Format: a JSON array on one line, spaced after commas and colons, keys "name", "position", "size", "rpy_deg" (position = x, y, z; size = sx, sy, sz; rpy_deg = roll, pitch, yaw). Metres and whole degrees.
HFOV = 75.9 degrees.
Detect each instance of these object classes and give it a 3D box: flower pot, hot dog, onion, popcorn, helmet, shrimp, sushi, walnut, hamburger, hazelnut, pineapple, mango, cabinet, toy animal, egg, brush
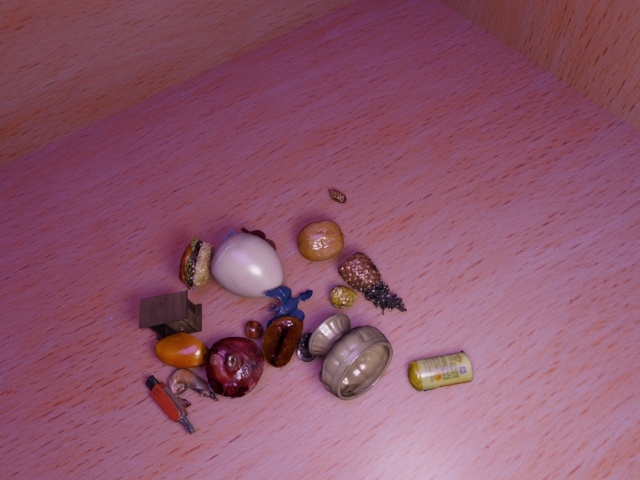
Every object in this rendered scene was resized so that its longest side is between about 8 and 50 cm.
[{"name": "flower pot", "position": [0.102, 0.442, 1.615], "size": [0.307, 0.307, 0.244], "rpy_deg": [-38, 46, -14]}, {"name": "hot dog", "position": [-0.155, 0.413, 1.710], "size": [0.099, 0.161, 0.226], "rpy_deg": [36, 100, 54]}, {"name": "onion", "position": [-0.355, 0.505, 1.673], "size": [0.252, 0.219, 0.252], "rpy_deg": [0, 65, 0]}, {"name": "popcorn", "position": [0.096, 0.255, 1.816], "size": [0.116, 0.121, 0.106], "rpy_deg": [33, 103, 32]}, {"name": "helmet", "position": [-0.052, 0.448, 1.741], "size": [0.098, 0.070, 0.123], "rpy_deg": [29, 79, -9]}, {"name": "shrimp", "position": [-0.541, 0.636, 1.728], "size": [0.251, 0.052, 0.143], "rpy_deg": [18, 75, 25]}, {"name": "sushi", "position": [0.088, -0.234, 2.137], "size": [0.118, 0.060, 0.061], "rpy_deg": [19, 69, 20]}, {"name": "walnut", "position": [0.000, 0.000, 1.944], "size": [0.226, 0.193, 0.193], "rpy_deg": [-21, 58, -8]}, {"name": "hamburger", "position": [-0.575, 0.117, 1.933], "size": [0.139, 0.243, 0.261], "rpy_deg": [13, 65, -6]}, {"name": "hazelnut", "position": [-0.294, 0.394, 1.815], "size": [0.086, 0.086, 0.086], "rpy_deg": [-4, 59, 7]}, {"name": "pineapple", "position": [0.234, 0.207, 1.811], "size": [0.169, 0.169, 0.340], "rpy_deg": [-39, 73, -14]}, {"name": "mango", "position": [-0.608, 0.475, 1.785], "size": [0.252, 0.126, 0.153], "rpy_deg": [5, 49, 13]}, {"name": "cabinet", "position": [-0.666, 0.341, 1.845], "size": [0.215, 0.174, 0.148], "rpy_deg": [-12, 58, 1]}, {"name": "toy animal", "position": [-0.146, 0.292, 1.801], "size": [0.176, 0.239, 0.255], "rpy_deg": [-22, 17, 30]}, {"name": "egg", "position": [-0.325, 0.118, 1.865], "size": [0.345, 0.283, 0.283], "rpy_deg": [30, 67, 6]}, {"name": "brush", "position": [-0.618, 0.678, 1.698], "size": [0.323, 0.051, 0.070], "rpy_deg": [37, 102, 26]}]

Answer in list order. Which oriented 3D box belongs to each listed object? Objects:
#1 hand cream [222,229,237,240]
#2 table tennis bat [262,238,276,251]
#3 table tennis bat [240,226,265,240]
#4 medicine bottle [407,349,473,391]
[{"name": "hand cream", "position": [-0.413, 0.000, 2.075], "size": [0.205, 0.050, 0.078], "rpy_deg": [24, 66, 39]}, {"name": "table tennis bat", "position": [-0.342, 0.061, 2.053], "size": [0.247, 0.022, 0.138], "rpy_deg": [-11, 54, 0]}, {"name": "table tennis bat", "position": [-0.349, -0.027, 2.099], "size": [0.155, 0.019, 0.098], "rpy_deg": [31, 61, 28]}, {"name": "medicine bottle", "position": [0.461, 0.511, 1.600], "size": [0.239, 0.124, 0.124], "rpy_deg": [-12, 58, 3]}]
